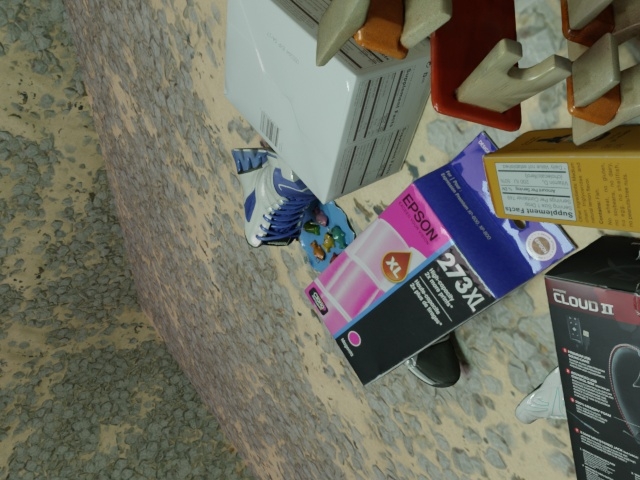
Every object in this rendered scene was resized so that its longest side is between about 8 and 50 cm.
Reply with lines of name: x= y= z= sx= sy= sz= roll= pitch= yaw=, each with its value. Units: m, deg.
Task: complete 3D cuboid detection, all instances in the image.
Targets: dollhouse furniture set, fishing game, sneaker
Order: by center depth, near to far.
dollhouse furniture set: x=0.128 y=-0.214 z=0.466 sx=0.135 sy=0.262 sz=0.259 roll=147 pitch=130 yaw=-63
sneaker: x=0.295 y=0.202 z=0.696 sx=0.061 sy=0.054 sz=0.152 roll=47 pitch=147 yaw=24
sneaker: x=0.150 y=0.104 z=0.829 sx=0.228 sy=0.086 sz=0.132 roll=57 pitch=148 yaw=16
sneaker: x=-0.056 y=-0.071 z=0.962 sx=0.315 sy=0.127 sz=0.182 roll=18 pitch=115 yaw=62
fishing game: x=0.000 y=0.000 z=1.042 sx=0.264 sy=0.041 sz=0.189 roll=53 pitch=147 yaw=20

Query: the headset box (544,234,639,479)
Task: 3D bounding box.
headset box: x=0.340 y=0.129 z=0.500 sx=0.218 sy=0.110 sz=0.293 roll=10 pitch=121 yaw=56

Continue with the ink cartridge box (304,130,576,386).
ink cartridge box: x=0.128 y=0.044 z=0.742 sx=0.176 sy=0.069 sz=0.371 roll=57 pitch=133 yaw=15

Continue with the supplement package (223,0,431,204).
supplement package: x=0.000 y=-0.222 z=0.751 sx=0.262 sy=0.145 sz=0.204 roll=50 pitch=148 yaw=26

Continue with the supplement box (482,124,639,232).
supplement box: x=0.267 y=-0.058 z=0.509 sx=0.233 sy=0.078 sz=0.080 roll=16 pitch=128 yaw=55
